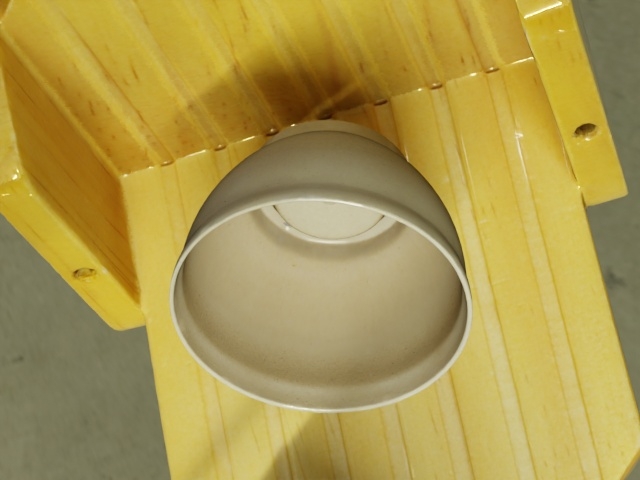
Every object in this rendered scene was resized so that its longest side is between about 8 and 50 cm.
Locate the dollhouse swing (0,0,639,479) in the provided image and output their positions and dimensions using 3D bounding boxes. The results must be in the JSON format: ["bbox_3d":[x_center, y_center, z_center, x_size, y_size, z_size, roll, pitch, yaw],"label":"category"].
[{"bbox_3d":[0.000,0.000,0.952,0.346,0.305,0.315,-14,149,12],"label":"dollhouse swing"}]

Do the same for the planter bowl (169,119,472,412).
[{"bbox_3d":[0.004,0.002,0.918,0.162,0.109,0.162,3,133,3],"label":"planter bowl"}]
